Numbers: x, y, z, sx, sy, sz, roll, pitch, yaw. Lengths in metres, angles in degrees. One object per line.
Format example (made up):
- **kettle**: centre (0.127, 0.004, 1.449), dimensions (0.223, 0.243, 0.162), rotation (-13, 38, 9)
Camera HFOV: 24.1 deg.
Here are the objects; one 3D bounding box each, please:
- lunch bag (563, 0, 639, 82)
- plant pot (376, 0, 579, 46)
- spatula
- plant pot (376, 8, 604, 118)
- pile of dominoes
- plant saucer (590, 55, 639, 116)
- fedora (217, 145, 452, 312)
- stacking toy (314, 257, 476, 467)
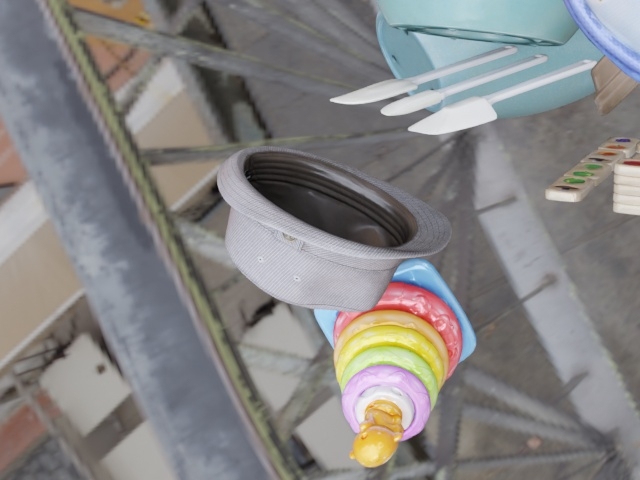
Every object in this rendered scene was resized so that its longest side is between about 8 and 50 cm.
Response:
- **lunch bag**: centre (0.207, -0.114, 0.381), dimensions (0.303, 0.115, 0.243), rotation (34, 127, 27)
- **plant pot**: centre (0.171, -0.321, 1.508), dimensions (0.293, 0.293, 0.235), rotation (8, 94, 19)
- **spatula**: centre (0.154, -0.156, 1.519), dimensions (0.168, 0.242, 0.019), rotation (19, 123, 51)
- **plant pot**: centre (0.182, -0.256, 1.765), dimensions (0.195, 0.290, 0.290), rotation (-32, 83, -14)
- **pile of dominoes**: centre (0.308, -0.066, 1.238), dimensions (0.196, 0.251, 0.040), rotation (7, 107, 22)
- **plant saucer**: centre (0.330, -0.223, 1.313), dimensions (0.041, 0.278, 0.278), rotation (42, 108, 3)
- **fedora**: centre (0.000, 0.000, 1.719), dimensions (0.275, 0.243, 0.124), rotation (21, 114, 3)
- **stacking toy**: centre (0.081, 0.173, 1.774), dimensions (0.175, 0.302, 0.165), rotation (-24, 113, 19)
